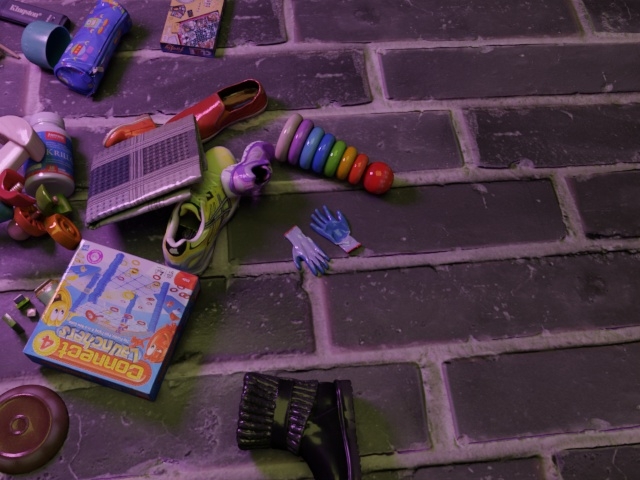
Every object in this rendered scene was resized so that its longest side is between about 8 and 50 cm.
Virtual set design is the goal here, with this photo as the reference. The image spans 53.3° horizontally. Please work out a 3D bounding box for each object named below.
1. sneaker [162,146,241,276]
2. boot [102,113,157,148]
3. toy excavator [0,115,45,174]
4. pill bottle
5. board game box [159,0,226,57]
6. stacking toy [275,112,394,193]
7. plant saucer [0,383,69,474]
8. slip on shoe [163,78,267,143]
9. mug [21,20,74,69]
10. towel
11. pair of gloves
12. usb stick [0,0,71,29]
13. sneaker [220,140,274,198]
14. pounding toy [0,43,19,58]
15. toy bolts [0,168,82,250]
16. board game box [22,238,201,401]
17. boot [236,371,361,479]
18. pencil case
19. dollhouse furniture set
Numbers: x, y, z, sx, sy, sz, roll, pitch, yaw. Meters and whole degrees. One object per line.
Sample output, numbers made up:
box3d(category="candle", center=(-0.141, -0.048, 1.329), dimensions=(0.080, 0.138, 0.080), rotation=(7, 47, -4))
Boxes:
box3d(category="sneaker", center=(-0.297, -0.091, 1.648), dimensions=(0.145, 0.147, 0.385), rotation=(11, 63, 2))
box3d(category="boot", center=(-0.525, -0.286, 1.779), dimensions=(0.158, 0.059, 0.085), rotation=(-32, 75, -20))
box3d(category="toy excavator", center=(-0.933, -0.105, 1.540), dimensions=(0.445, 0.222, 0.433), rotation=(4, 65, 4))
box3d(category="pill bottle", center=(-0.723, -0.227, 1.694), dimensions=(0.124, 0.124, 0.222), rotation=(-10, 65, -10))
box3d(category="board game box", center=(-0.394, -0.685, 1.996), dimensions=(0.165, 0.042, 0.243), rotation=(7, 63, -1))
box3d(category="stacking toy", center=(0.049, -0.226, 1.756), dimensions=(0.330, 0.141, 0.141), rotation=(23, 64, 3))
box3d(category="plant saucer", center=(-0.669, 0.417, 1.426), dimensions=(0.198, 0.036, 0.199), rotation=(2, 63, -4))
box3d(category="slip on shoe", center=(-0.302, -0.368, 1.813), dimensions=(0.331, 0.101, 0.123), rotation=(-27, 70, -15))
box3d(category="mug", center=(-0.804, -0.571, 1.870), dimensions=(0.097, 0.158, 0.130), rotation=(16, 87, 6))
box3d(category="towel", center=(-0.448, -0.180, 1.650), dimensions=(0.324, 0.056, 0.312), rotation=(-21, 43, 4))
box3d(category="pair of gloves", center=(0.000, 0.000, 1.695), dimensions=(0.198, 0.023, 0.159), rotation=(-35, 71, -20))
box3d(category="usb stick", center=(-0.909, -0.695, 1.958), dimensions=(0.278, 0.045, 0.077), rotation=(18, 63, 4))
box3d(category="sneaker", center=(-0.166, -0.191, 1.696), dimensions=(0.104, 0.095, 0.236), rotation=(-4, 31, 27))
box3d(category="pounding toy", center=(-0.986, -0.580, 1.859), dimensions=(0.100, 0.130, 0.141), rotation=(-43, 73, -9))
box3d(category="toy bolts", center=(-0.720, -0.039, 1.539), dimensions=(0.158, 0.228, 0.218), rotation=(-39, 62, 5))
box3d(category="board game box", center=(-0.484, 0.186, 1.519), dimensions=(0.308, 0.086, 0.302), rotation=(17, 63, 1))
box3d(category="boot", center=(-0.056, 0.458, 1.396), dimensions=(0.260, 0.131, 0.348), rotation=(4, 52, -10))
box3d(category="pencil case", center=(-0.659, -0.572, 1.873), dimensions=(0.133, 0.119, 0.306), rotation=(5, 61, 25))
box3d(category="dollhouse furniture set", center=(-0.690, 0.153, 1.543), dimensions=(0.076, 0.058, 0.151), rotation=(40, 67, 14))
